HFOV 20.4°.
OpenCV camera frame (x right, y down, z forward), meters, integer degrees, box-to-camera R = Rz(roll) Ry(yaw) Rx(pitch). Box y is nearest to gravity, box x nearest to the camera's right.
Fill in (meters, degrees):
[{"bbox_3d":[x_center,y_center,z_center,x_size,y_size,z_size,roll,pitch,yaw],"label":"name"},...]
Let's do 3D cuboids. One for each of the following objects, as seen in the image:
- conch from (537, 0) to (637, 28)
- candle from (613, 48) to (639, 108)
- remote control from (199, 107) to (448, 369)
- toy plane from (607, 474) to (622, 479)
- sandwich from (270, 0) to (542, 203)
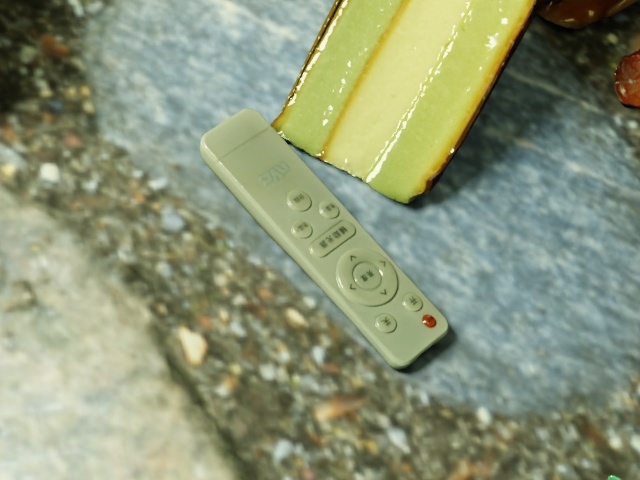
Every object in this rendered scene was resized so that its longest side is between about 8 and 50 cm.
[{"bbox_3d":[0.205,-0.221,1.239,0.104,0.094,0.176,51,50,-33],"label":"conch"},{"bbox_3d":[0.276,-0.128,1.228,0.162,0.048,0.053,-16,47,-27],"label":"candle"},{"bbox_3d":[0.000,0.000,1.060,0.050,0.027,0.184,-36,79,-33],"label":"remote control"},{"bbox_3d":[0.254,0.201,0.972,0.235,0.096,0.060,19,48,16],"label":"toy plane"},{"bbox_3d":[0.068,-0.141,1.105,0.117,0.144,0.187,29,52,4],"label":"sandwich"}]
